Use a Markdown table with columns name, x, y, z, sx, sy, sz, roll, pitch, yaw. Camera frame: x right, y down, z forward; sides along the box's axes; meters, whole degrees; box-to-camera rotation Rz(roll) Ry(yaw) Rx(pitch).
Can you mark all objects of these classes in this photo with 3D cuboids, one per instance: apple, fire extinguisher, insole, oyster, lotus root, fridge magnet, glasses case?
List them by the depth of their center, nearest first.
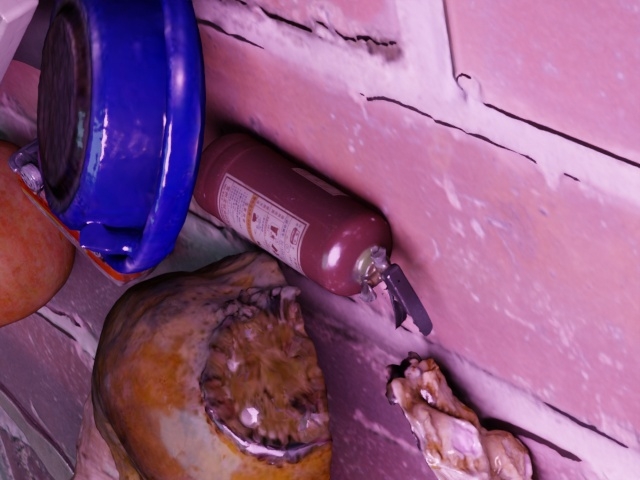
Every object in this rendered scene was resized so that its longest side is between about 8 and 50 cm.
| name | x | y | z | sx | sy | sz | roll | pitch | yaw |
| --- | --- | --- | --- | --- | --- | --- | --- | --- | --- |
| oyster | 0.116 | 0.167 | 1.510 | 0.191 | 0.081 | 0.163 | 66 | 180 | -45 |
| fire extinguisher | 0.000 | 0.000 | 1.525 | 0.231 | 0.071 | 0.099 | 33 | 154 | 39 |
| lotus root | -0.086 | 0.150 | 1.559 | 0.260 | 0.149 | 0.267 | 155 | 100 | -73 |
| fridge magnet | -0.156 | -0.106 | 1.564 | 0.265 | 0.113 | 0.265 | -178 | 90 | -69 |
| glasses case | -0.252 | -0.186 | 1.786 | 0.191 | 0.042 | 0.072 | 19 | 141 | 51 |
| apple | -0.335 | -0.002 | 1.942 | 0.188 | 0.188 | 0.174 | -1 | 122 | 59 |
| insole | -0.338 | 0.240 | 2.372 | 0.192 | 0.010 | 0.063 | 45 | 149 | 24 |

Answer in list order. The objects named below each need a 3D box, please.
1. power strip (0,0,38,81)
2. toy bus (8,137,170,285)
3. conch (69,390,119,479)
| name | x | y | z | sx | sy | sz | roll | pitch | yaw |
| --- | --- | --- | --- | --- | --- | --- | --- | --- | --- |
| power strip | -0.329 | -0.190 | 1.810 | 0.106 | 0.043 | 0.367 | 52 | 155 | 2 |
| toy bus | -0.207 | -0.028 | 1.829 | 0.174 | 0.079 | 0.077 | 43 | 155 | 26 |
| conch | -0.125 | 0.230 | 1.824 | 0.263 | 0.186 | 0.324 | 51 | 127 | 2 |
